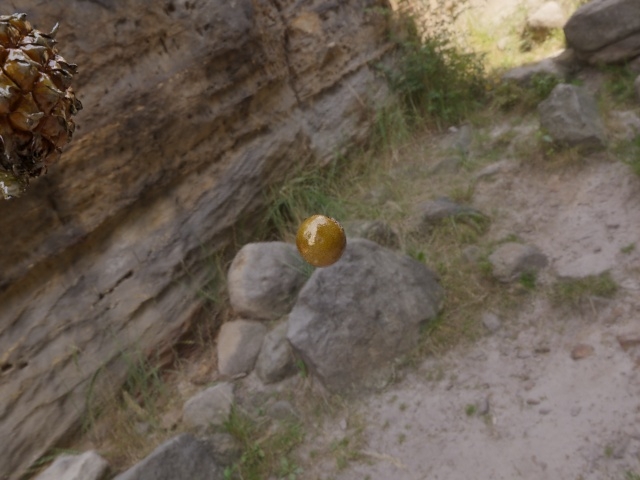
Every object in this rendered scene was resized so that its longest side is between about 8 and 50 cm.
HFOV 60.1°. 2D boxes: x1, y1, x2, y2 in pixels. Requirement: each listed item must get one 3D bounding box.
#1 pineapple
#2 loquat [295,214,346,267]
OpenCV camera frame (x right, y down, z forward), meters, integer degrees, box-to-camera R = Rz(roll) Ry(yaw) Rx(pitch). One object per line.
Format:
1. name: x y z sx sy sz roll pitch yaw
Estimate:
1. pineapple: -0.496 -0.229 0.960 0.208 0.286 0.344 -32 -20 8
2. loquat: 0.000 0.000 1.435 0.141 0.141 0.141 -23 13 6
